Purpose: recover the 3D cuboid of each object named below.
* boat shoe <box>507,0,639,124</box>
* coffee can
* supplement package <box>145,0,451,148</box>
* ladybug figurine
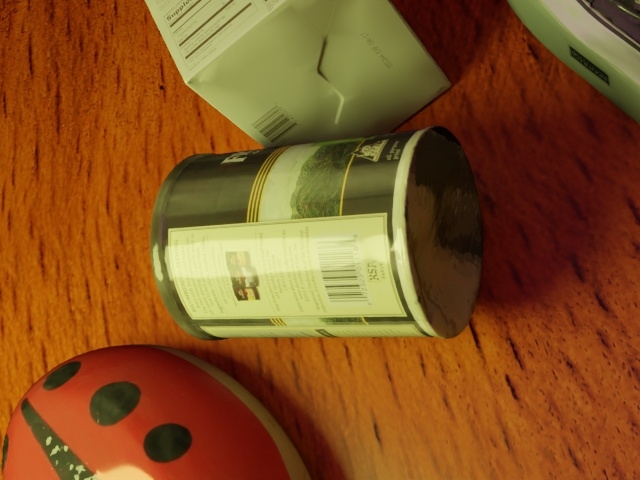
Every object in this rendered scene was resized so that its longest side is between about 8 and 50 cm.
[{"bbox_3d":[0.285,-0.230,0.884,0.105,0.113,0.306,-39,58,2],"label":"boat shoe"},{"bbox_3d":[0.000,0.000,0.895,0.275,0.201,0.201,-3,68,28],"label":"coffee can"},{"bbox_3d":[-0.018,-0.213,0.958,0.204,0.262,0.145,-36,56,13],"label":"supplement package"},{"bbox_3d":[-0.188,0.267,0.913,0.449,0.162,0.305,32,88,36],"label":"ladybug figurine"}]
